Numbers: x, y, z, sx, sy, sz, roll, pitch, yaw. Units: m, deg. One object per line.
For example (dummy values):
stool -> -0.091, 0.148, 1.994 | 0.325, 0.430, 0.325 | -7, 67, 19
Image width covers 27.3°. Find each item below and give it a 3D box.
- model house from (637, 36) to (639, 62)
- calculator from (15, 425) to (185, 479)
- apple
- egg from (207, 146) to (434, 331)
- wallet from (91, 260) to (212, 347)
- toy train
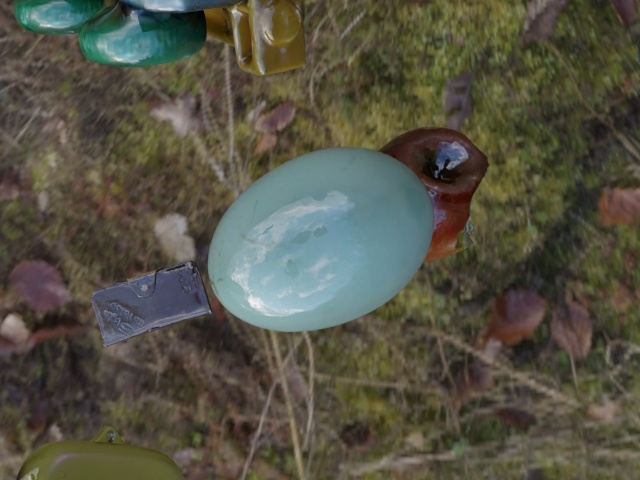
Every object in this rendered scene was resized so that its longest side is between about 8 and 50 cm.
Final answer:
model house -> 0.487, -0.171, 1.383 | 0.237, 0.303, 0.215 | 29, 82, 28
calculator -> -0.137, 0.234, 0.823 | 0.033, 0.157, 0.237 | -11, 73, 41
apple -> 0.119, -0.045, 1.576 | 0.147, 0.156, 0.158 | -12, 149, -20
egg -> 0.000, 0.000, 1.284 | 0.231, 0.168, 0.168 | -24, 110, -3
wallet -> -0.265, 0.097, 2.049 | 0.176, 0.026, 0.095 | -17, 93, 1
toy train -> -0.043, -0.125, 0.484 | 0.136, 0.227, 0.091 | -16, 114, -26
